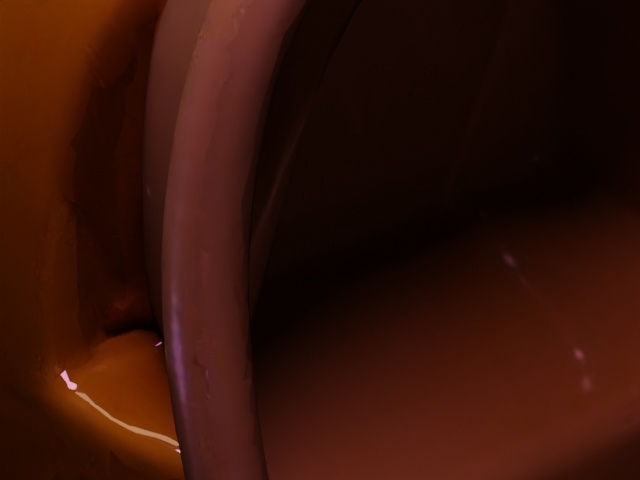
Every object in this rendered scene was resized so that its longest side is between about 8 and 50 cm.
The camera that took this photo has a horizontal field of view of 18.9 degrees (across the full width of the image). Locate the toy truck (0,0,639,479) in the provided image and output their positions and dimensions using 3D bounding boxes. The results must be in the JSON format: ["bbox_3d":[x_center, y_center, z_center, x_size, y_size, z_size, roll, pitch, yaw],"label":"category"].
[{"bbox_3d":[0.000,0.000,0.507,0.204,0.288,0.212,-20,31,-30],"label":"toy truck"}]
